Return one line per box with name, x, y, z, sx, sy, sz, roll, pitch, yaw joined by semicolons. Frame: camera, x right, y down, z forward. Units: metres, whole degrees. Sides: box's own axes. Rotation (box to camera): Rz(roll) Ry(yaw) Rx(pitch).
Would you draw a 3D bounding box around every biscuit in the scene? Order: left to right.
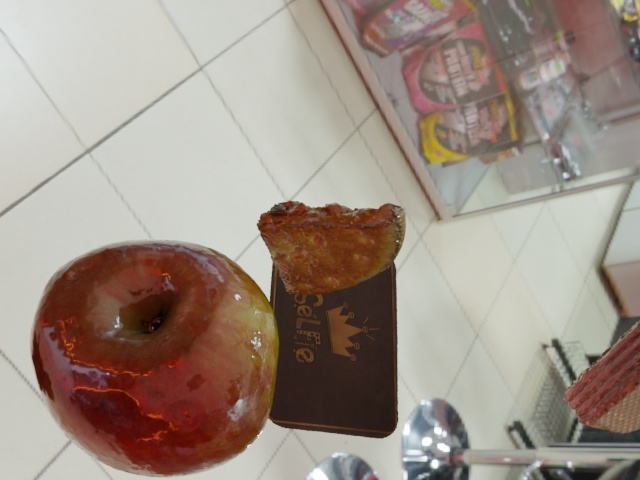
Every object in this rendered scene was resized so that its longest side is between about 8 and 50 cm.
biscuit;0.533;0.116;1.084;0.144;0.426;0.078;19;30;-36

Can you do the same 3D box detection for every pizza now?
pizza;0.000;0.000;1.057;0.197;0.292;0.058;23;57;-19

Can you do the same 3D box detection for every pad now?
pad;0.000;0.144;1.347;0.315;0.063;0.375;9;59;-13

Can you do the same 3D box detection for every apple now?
apple;-0.192;0.150;0.944;0.302;0.302;0.301;14;70;-44
